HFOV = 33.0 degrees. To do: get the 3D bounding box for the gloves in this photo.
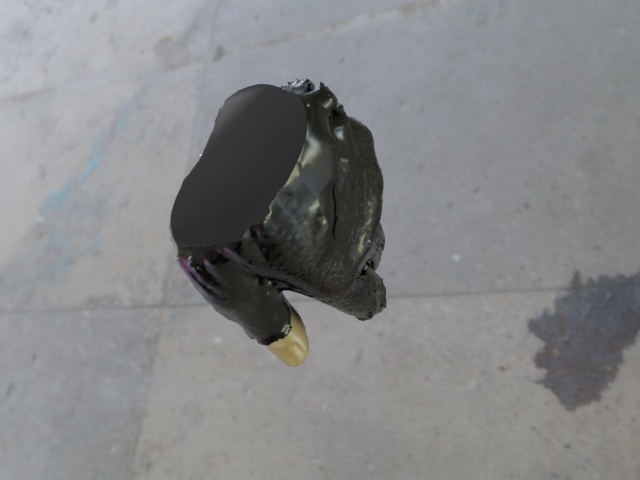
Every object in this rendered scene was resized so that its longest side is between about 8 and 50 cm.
[{"bbox_3d":[0.002,-0.002,0.628,0.106,0.180,0.129,-13,63,30],"label":"gloves"}]
